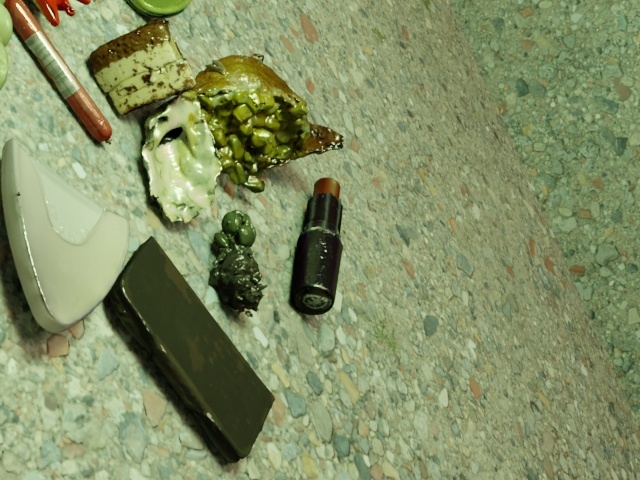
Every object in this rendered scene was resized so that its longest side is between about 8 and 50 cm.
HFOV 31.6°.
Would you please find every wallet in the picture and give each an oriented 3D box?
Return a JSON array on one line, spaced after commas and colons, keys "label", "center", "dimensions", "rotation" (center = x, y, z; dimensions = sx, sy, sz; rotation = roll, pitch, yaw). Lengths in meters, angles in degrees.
[{"label": "wallet", "center": [-0.175, 0.152, 1.550], "dimensions": [0.310, 0.042, 0.165], "rotation": [56, 27, -17]}]

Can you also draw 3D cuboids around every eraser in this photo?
[{"label": "eraser", "center": [-0.326, 0.014, 1.388], "dimensions": [0.204, 0.059, 0.243], "rotation": [41, 32, -37]}]

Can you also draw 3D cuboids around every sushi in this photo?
[{"label": "sushi", "center": [-0.106, -0.193, 1.851], "dimensions": [0.296, 0.167, 0.179], "rotation": [35, 15, -52]}]

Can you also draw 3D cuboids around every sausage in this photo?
[{"label": "sausage", "center": [-0.364, -0.238, 1.565], "dimensions": [0.253, 0.034, 0.034], "rotation": [57, 28, -13]}]

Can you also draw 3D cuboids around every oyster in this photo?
[{"label": "oyster", "center": [-0.220, -0.124, 1.686], "dimensions": [0.132, 0.072, 0.209], "rotation": [-10, 83, -37]}]

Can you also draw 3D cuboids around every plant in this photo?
[{"label": "plant", "center": [-0.126, 0.030, 1.707], "dimensions": [0.085, 0.087, 0.174], "rotation": [75, 8, -64]}]

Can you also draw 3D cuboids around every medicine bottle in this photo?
[{"label": "medicine bottle", "center": [-0.249, -0.474, 1.871], "dimensions": [0.124, 0.124, 0.239], "rotation": [46, 31, -29]}]

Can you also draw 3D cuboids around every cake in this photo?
[{"label": "cake", "center": [-0.276, -0.270, 1.738], "dimensions": [0.246, 0.135, 0.112], "rotation": [-127, -168, -74]}]

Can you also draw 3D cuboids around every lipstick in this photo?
[{"label": "lipstick", "center": [0.000, 0.000, 1.934], "dimensions": [0.081, 0.081, 0.300], "rotation": [45, 34, -31]}]

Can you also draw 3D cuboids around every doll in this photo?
[{"label": "doll", "center": [-0.403, -0.388, 1.598], "dimensions": [0.169, 0.057, 0.109], "rotation": [56, 31, -16]}]

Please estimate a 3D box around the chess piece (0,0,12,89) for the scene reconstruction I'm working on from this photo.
[{"label": "chess piece", "center": [-0.433, -0.284, 1.401], "dimensions": [0.133, 0.133, 0.243], "rotation": [25, 51, -50]}]
